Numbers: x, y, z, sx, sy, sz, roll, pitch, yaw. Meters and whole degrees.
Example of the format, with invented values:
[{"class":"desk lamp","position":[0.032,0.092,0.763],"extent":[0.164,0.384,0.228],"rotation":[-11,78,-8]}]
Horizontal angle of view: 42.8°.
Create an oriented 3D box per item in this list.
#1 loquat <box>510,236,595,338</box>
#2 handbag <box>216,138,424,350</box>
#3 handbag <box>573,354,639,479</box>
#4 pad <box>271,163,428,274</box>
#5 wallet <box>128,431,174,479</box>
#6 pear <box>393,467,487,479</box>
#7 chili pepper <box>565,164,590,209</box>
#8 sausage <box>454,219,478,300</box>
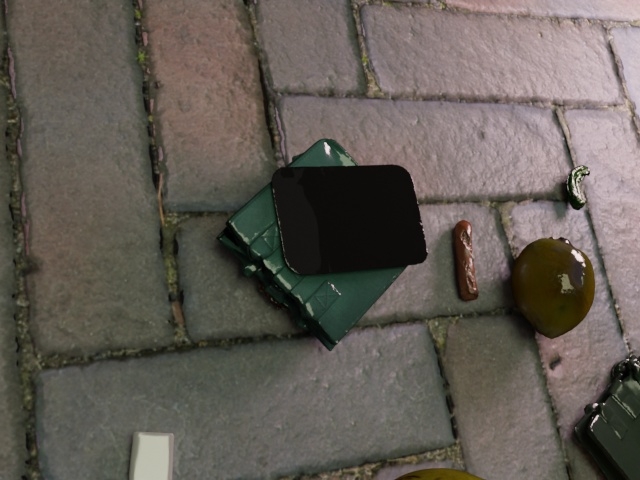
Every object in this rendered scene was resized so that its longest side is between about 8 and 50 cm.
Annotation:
[{"class":"loquat","position":[0.422,0.086,1.485],"extent":[0.152,0.152,0.195],"rotation":[19,72,-18]},{"class":"handbag","position":[-0.001,0.000,1.347],"extent":[0.269,0.100,0.274],"rotation":[45,60,-8]},{"class":"handbag","position":[0.605,0.364,1.500],"extent":[0.247,0.079,0.260],"rotation":[-38,89,-32]},{"class":"pad","position":[0.052,-0.038,1.325],"extent":[0.267,0.004,0.181],"rotation":[-3,74,-28]},{"class":"wallet","position":[-0.238,0.332,1.145],"extent":[0.061,0.025,0.122],"rotation":[10,67,-24]},{"class":"pear","position":[0.169,0.458,1.142],"extent":[0.283,0.283,0.284],"rotation":[9,67,-22]},{"class":"chili pepper","position":[0.521,-0.115,1.671],"extent":[0.055,0.035,0.118],"rotation":[42,49,-20]},{"class":"sausage","position":[0.264,0.034,1.491],"extent":[0.036,0.042,0.158],"rotation":[-6,67,13]}]
